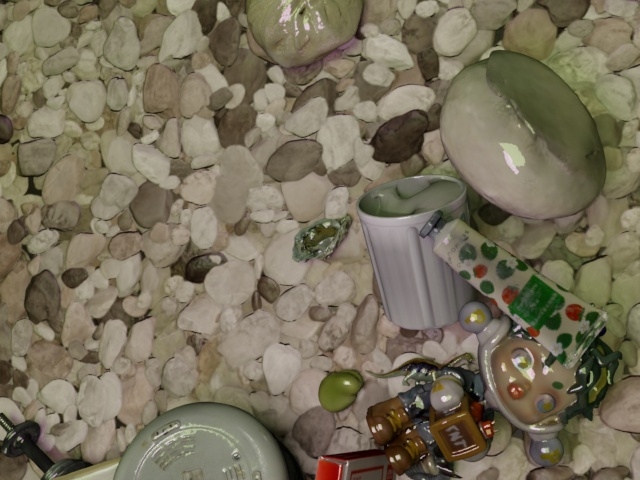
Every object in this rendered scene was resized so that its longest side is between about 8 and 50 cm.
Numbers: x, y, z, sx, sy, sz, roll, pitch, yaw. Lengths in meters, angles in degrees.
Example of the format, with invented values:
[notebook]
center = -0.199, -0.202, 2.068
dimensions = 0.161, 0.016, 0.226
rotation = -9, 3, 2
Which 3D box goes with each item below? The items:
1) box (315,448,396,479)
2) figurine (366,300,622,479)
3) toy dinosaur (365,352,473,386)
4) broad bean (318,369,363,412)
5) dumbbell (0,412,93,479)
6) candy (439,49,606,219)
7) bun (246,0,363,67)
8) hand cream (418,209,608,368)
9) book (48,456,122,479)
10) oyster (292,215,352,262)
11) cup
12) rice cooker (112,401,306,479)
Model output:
[box]
center = 0.052, 0.382, 1.259
dimensions = 0.050, 0.229, 0.122
rotation = 4, 81, 26
[figurine]
center = 0.256, 0.218, 1.234
dimensions = 0.382, 0.186, 0.261
rotation = -29, 106, 8
[toy dinosaur]
center = 0.160, 0.221, 1.353
dimensions = 0.180, 0.037, 0.058
rotation = -8, 65, 11
[broad bean]
center = 0.031, 0.249, 1.386
dimensions = 0.083, 0.045, 0.063
rotation = -42, 83, 16
[dumbbell]
center = -0.509, 0.395, 1.510
dimensions = 0.255, 0.110, 0.110
rotation = 33, 93, 26
[candy]
center = 0.300, -0.149, 1.258
dimensions = 0.185, 0.296, 0.295
rotation = -46, 68, 41
[bun]
center = -0.037, -0.424, 1.461
dimensions = 0.231, 0.133, 0.230
rotation = -3, 79, 17
[hand cream]
center = 0.257, 0.057, 1.138
dimensions = 0.276, 0.059, 0.095
rotation = 37, 88, 4
[book]
center = -0.357, 0.525, 1.412
dimensions = 0.202, 0.026, 0.289
rotation = -17, 91, -3
[oyster]
center = 0.000, -0.001, 1.443
dimensions = 0.100, 0.037, 0.098
rotation = 3, 63, 38
[cup]
center = 0.177, 0.010, 1.288
dimensions = 0.221, 0.167, 0.201
rotation = -21, 114, -18
[rice cooker]
center = -0.158, 0.405, 1.300
dimensions = 0.289, 0.277, 0.288
rotation = -4, 65, 9
